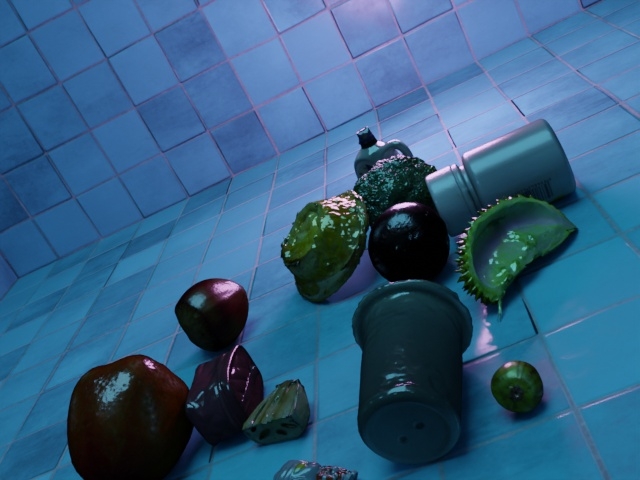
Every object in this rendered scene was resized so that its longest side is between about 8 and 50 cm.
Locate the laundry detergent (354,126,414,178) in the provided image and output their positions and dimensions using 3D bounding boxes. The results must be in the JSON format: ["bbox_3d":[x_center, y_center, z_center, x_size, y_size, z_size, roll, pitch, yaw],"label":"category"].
[{"bbox_3d":[0.204,-0.222,2.442,0.215,0.280,0.105,-7,28,44],"label":"laundry detergent"}]

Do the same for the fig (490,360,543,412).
[{"bbox_3d":[0.353,0.239,1.438,0.093,0.093,0.166,-20,21,22],"label":"fig"}]

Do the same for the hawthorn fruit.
[{"bbox_3d":[-0.428,0.403,1.769,0.295,0.295,0.311,-18,23,26],"label":"hawthorn fruit"}]

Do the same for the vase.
[{"bbox_3d":[0.160,0.249,1.482,0.245,0.245,0.291,-20,28,22],"label":"vase"}]

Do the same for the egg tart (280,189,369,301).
[{"bbox_3d":[0.000,0.000,2.204,0.345,0.132,0.345,-42,34,36],"label":"egg tart"}]

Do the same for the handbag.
[{"bbox_3d":[-0.210,0.348,1.813,0.135,0.146,0.225,-27,18,12],"label":"handbag"}]

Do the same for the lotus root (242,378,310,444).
[{"bbox_3d":[-0.075,0.366,1.709,0.143,0.070,0.144,-20,25,37],"label":"lotus root"}]

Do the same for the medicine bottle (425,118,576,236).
[{"bbox_3d":[0.458,-0.153,2.057,0.340,0.208,0.208,-24,21,12],"label":"medicine bottle"}]

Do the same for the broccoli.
[{"bbox_3d":[0.230,-0.111,2.273,0.270,0.270,0.270,-25,-12,9],"label":"broccoli"}]

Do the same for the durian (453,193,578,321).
[{"bbox_3d":[0.422,0.013,1.800,0.169,0.157,0.355,19,49,42],"label":"durian"}]

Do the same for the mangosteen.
[{"bbox_3d":[0.230,0.012,2.009,0.211,0.211,0.250,-23,-9,15],"label":"mangosteen"}]

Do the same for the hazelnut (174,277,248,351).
[{"bbox_3d":[-0.290,0.199,2.217,0.208,0.208,0.208,-25,21,10],"label":"hazelnut"}]

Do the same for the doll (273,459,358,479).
[{"bbox_3d":[-0.017,0.439,1.467,0.180,0.079,0.094,-12,-3,22],"label":"doll"}]
